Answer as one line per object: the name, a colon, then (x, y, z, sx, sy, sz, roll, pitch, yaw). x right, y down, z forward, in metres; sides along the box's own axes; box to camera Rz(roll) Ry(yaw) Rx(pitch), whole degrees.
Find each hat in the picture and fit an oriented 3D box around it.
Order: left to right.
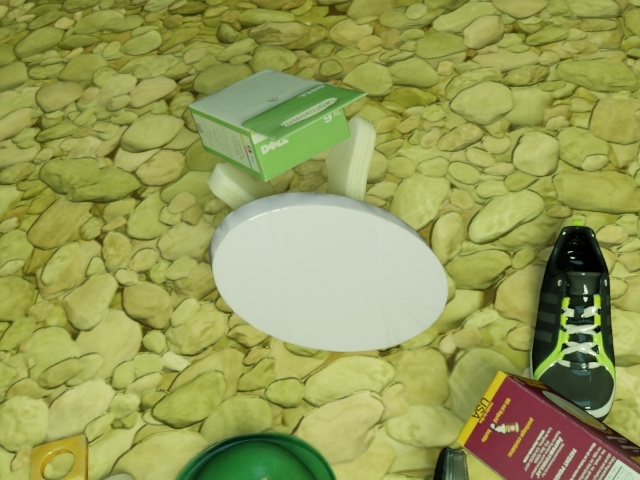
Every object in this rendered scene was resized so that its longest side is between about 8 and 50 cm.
hat: (-0.073, 0.208, 0.750, 0.209, 0.183, 0.173, 1, 47, 16)

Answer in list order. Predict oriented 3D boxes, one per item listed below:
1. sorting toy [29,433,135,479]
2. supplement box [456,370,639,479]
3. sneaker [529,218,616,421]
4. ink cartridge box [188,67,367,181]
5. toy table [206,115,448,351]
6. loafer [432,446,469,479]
sorting toy: (-0.255, 0.326, 0.781, 0.196, 0.047, 0.347, -24, 45, -9)
supplement box: (0.229, 0.200, 0.718, 0.188, 0.104, 0.080, 34, 98, 37)
sneaker: (0.259, 0.075, 0.852, 0.084, 0.097, 0.234, -1, 47, 14)
ink cartridge box: (-0.043, -0.120, 0.858, 0.109, 0.062, 0.209, -29, 30, -21)
toy table: (0.000, 0.000, 0.907, 0.252, 0.274, 0.161, -47, 34, 17)
loafer: (0.130, 0.265, 0.712, 0.061, 0.062, 0.170, -1, 73, -2)
